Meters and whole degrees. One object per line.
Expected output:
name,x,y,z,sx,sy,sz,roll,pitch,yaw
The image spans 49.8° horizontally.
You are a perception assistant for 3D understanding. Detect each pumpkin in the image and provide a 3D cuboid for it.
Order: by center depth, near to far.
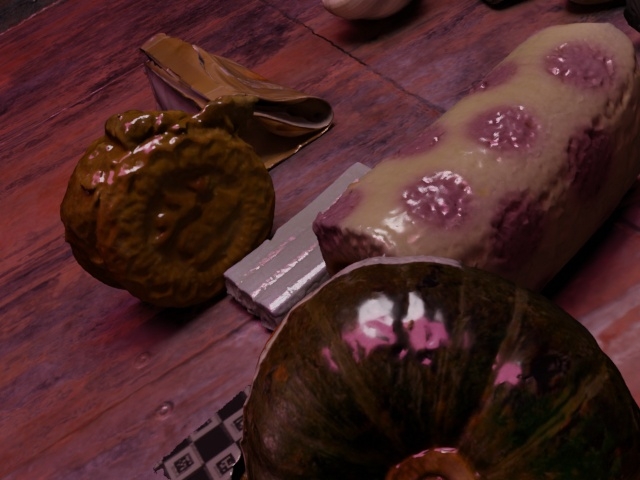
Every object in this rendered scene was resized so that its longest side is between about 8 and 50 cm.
pumpkin,0.077,0.139,0.459,0.260,0.260,0.189,-15,-3,14

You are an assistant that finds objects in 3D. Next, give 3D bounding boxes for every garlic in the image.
garlic,0.093,-0.487,1.243,0.203,0.185,0.281,-33,50,36

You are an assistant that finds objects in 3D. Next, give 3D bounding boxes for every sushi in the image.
sushi,-0.037,0.180,0.620,0.201,0.031,0.139,-38,37,-20

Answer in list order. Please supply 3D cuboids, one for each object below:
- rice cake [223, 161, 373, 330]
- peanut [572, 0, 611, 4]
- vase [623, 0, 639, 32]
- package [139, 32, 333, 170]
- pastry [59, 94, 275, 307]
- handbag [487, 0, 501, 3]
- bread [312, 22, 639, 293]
rice cake,0.000,0.000,0.804,0.237,0.043,0.127,-39,39,-17
peanut,0.443,-0.414,0.972,0.224,0.129,0.129,-10,39,17
vase,0.413,-0.215,0.775,0.116,0.115,0.237,-8,45,23
package,-0.161,-0.231,1.081,0.221,0.165,0.311,-35,38,-12
pastry,-0.181,-0.046,0.812,0.240,0.235,0.132,-23,28,-30
handbag,0.400,-0.492,1.156,0.316,0.109,0.241,-13,38,-4
bread,0.164,-0.040,0.638,0.338,0.187,0.155,-42,35,-22
